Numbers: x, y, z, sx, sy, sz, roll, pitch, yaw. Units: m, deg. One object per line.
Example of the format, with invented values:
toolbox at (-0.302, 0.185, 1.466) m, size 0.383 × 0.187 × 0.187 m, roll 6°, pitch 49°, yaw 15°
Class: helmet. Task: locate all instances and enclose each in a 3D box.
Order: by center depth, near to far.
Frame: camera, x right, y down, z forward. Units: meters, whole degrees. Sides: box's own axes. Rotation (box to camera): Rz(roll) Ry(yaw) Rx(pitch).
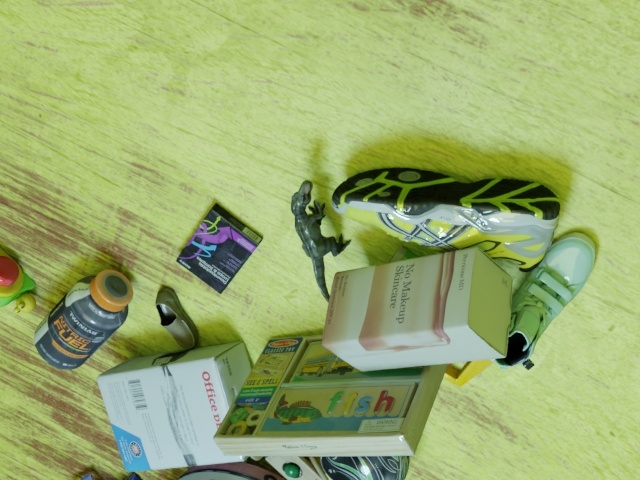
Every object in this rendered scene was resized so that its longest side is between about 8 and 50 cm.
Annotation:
helmet at (0.100, 0.432, 1.872) m, size 0.161 × 0.169 × 0.169 m, roll 26°, pitch 127°, yaw 26°

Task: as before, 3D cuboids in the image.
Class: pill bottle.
pill bottle at (-0.490, 0.160, 1.955) m, size 0.130 × 0.130 × 0.245 m, roll 43°, pitch 124°, yaw -7°

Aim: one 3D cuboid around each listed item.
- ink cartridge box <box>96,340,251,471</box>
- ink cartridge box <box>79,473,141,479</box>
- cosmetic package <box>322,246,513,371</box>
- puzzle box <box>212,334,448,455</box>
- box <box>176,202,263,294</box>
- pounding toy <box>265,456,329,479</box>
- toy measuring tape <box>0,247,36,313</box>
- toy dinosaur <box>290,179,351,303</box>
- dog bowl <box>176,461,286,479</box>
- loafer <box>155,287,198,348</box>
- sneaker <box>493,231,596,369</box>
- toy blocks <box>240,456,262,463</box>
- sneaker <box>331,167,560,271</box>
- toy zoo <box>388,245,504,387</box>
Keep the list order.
ink cartridge box at (-0.287, 0.350, 1.962) m, size 0.307 × 0.129 × 0.223 m, roll -12°, pitch 97°, yaw 27°
ink cartridge box at (-0.475, 0.752, 2.289) m, size 0.270 × 0.151 × 0.395 m, roll -34°, pitch 105°, yaw 32°
cosmetic package at (0.162, 0.122, 1.582) m, size 0.296 × 0.153 × 0.129 m, roll -13°, pitch 144°, yaw 37°
puzzle box at (0.025, 0.276, 1.713) m, size 0.409 × 0.272 × 0.052 m, roll -9°, pitch 123°, yaw 32°
box at (-0.200, 0.019, 1.821) m, size 0.116 × 0.029 × 0.162 m, roll 37°, pitch 127°, yaw -3°
pounding toy at (-0.027, 0.452, 1.944) m, size 0.130 × 0.141 × 0.100 m, roll 44°, pitch 124°, yaw -8°
toy measuring tape at (-0.748, 0.044, 1.996) m, size 0.330 × 0.121 × 0.121 m, roll 44°, pitch 125°, yaw -8°
toy dinosaur at (0.000, 0.000, 1.678) m, size 0.064 × 0.118 × 0.268 m, roll -6°, pitch 117°, yaw 24°
dog bowl at (-0.180, 0.653, 2.085) m, size 0.408 × 0.150 × 0.408 m, roll 11°, pitch 133°, yaw 12°
loafer at (-0.305, 0.170, 1.939) m, size 0.056 × 0.050 × 0.148 m, roll -17°, pitch 112°, yaw 29°
sneaker at (0.377, 0.110, 1.566) m, size 0.094 × 0.151 × 0.256 m, roll 34°, pitch 113°, yaw 0°
toy blocks at (-0.216, 0.454, 2.071) m, size 0.148 × 0.054 × 0.123 m, roll -24°, pitch 108°, yaw 31°
sneaker at (0.201, -0.027, 1.572) m, size 0.384 × 0.145 × 0.147 m, roll 10°, pitch 123°, yaw 18°
toy zoo at (0.225, 0.157, 1.739) m, size 0.293 × 0.030 × 0.192 m, roll 33°, pitch 125°, yaw 1°
